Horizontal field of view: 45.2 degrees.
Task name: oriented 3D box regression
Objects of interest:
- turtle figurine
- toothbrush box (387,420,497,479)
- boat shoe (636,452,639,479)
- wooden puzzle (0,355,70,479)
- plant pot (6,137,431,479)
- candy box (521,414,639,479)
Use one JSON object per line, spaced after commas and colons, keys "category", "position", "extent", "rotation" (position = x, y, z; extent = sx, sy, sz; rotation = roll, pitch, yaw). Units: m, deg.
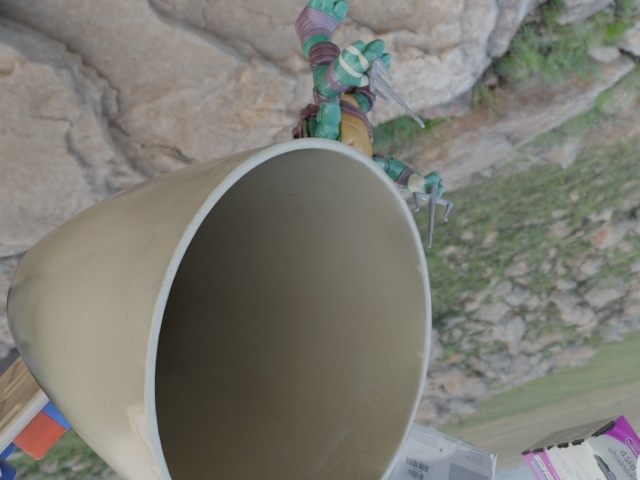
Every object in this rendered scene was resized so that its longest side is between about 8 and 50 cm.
{"category": "turtle figurine", "position": [0.032, -0.105, 0.684], "extent": [0.118, 0.234, 0.175], "rotation": [-18, 142, 12]}
{"category": "toothbrush box", "position": [0.115, 0.392, 1.258], "extent": [0.206, 0.122, 0.283], "rotation": [26, 149, -19]}
{"category": "boat shoe", "position": [0.428, 0.197, 0.868], "extent": [0.116, 0.320, 0.099], "rotation": [7, -148, 32]}
{"category": "wooden puzzle", "position": [-0.384, 0.223, 0.963], "extent": [0.348, 0.080, 0.322], "rotation": [-43, -162, -5]}
{"category": "plant pot", "position": [-0.104, 0.060, 0.559], "extent": [0.274, 0.257, 0.256], "rotation": [4, 176, 40]}
{"category": "candy box", "position": [0.389, 0.339, 1.070], "extent": [0.071, 0.159, 0.233], "rotation": [-29, 167, -15]}
